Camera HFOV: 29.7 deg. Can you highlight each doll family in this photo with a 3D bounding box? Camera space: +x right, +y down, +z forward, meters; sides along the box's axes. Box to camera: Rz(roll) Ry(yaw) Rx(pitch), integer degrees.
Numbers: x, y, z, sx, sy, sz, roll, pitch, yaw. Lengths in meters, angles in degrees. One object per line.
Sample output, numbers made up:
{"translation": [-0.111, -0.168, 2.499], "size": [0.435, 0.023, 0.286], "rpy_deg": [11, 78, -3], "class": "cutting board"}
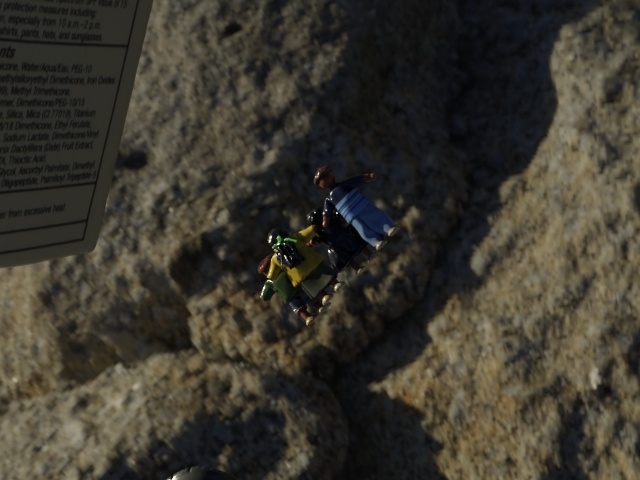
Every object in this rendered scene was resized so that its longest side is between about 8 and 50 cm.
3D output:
{"translation": [0.000, 0.000, 1.361], "size": [0.193, 0.076, 0.111], "rpy_deg": [-45, 80, 1], "class": "doll family"}

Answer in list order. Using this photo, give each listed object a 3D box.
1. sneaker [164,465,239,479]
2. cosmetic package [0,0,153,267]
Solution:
{"translation": [-0.217, 0.394, 1.520], "size": [0.286, 0.109, 0.130], "rpy_deg": [-36, 40, 28], "class": "sneaker"}
{"translation": [-0.144, -0.145, 0.451], "size": [0.129, 0.153, 0.296], "rpy_deg": [24, 106, 26], "class": "cosmetic package"}
